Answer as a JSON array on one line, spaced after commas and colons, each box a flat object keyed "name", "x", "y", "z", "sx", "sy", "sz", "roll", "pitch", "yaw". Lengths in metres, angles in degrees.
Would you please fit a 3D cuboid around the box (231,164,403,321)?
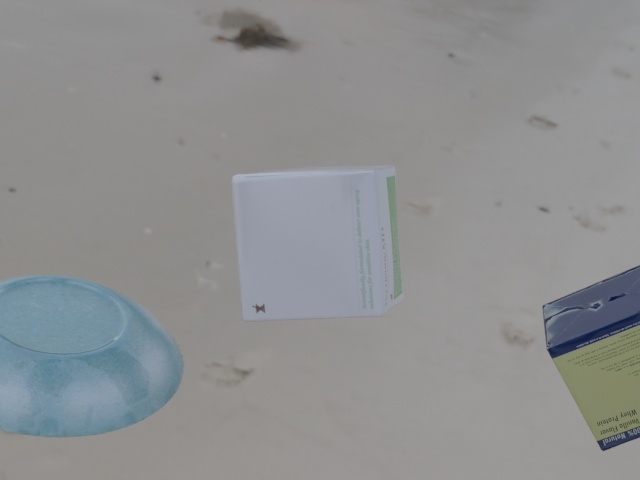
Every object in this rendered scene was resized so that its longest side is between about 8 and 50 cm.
[{"name": "box", "x": 0.000, "y": 0.000, "z": 0.794, "sx": 0.102, "sy": 0.101, "sz": 0.087, "roll": -2, "pitch": 5, "yaw": 15}]

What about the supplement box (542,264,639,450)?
[{"name": "supplement box", "x": 0.193, "y": 0.070, "z": 0.713, "sx": 0.083, "sy": 0.083, "sz": 0.056, "roll": -25, "pitch": 20, "yaw": 19}]

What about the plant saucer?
[{"name": "plant saucer", "x": -0.194, "y": 0.068, "z": 0.837, "sx": 0.195, "sy": 0.037, "sz": 0.195, "roll": 9, "pitch": 27, "yaw": -5}]
